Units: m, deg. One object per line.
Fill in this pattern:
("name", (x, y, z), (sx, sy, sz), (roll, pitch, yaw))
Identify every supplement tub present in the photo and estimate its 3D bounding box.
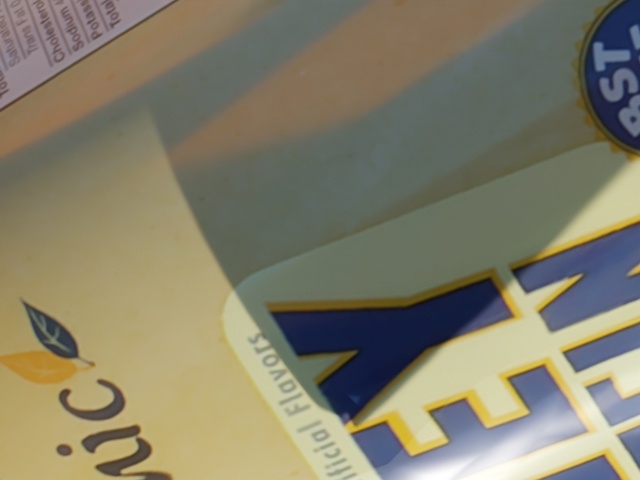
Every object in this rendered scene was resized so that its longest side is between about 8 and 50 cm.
("supplement tub", (0.000, 0.000, 0.471), (0.316, 0.228, 0.228), (-31, 93, 8))
